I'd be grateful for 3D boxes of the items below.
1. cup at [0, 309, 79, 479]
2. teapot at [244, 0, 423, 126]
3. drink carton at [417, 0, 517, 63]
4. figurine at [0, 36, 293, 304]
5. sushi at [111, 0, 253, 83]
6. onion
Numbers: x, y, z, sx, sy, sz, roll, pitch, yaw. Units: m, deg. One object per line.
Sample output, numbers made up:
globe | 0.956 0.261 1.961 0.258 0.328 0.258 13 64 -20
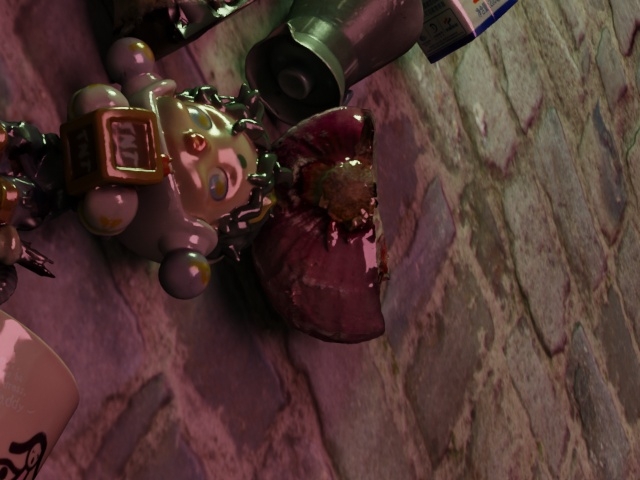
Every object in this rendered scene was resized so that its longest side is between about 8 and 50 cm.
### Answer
cup | -0.310 0.180 0.859 0.253 0.191 0.200 86 23 -52
teapot | 0.017 -0.244 1.420 0.225 0.171 0.203 -54 153 -37
drink carton | 0.135 -0.423 1.587 0.130 0.106 0.315 -43 103 -37
figurine | -0.183 -0.071 1.067 0.382 0.186 0.261 0 85 -52
sushi | -0.141 -0.284 1.234 0.109 0.134 0.273 60 40 -13
onion | 0.000 0.000 1.331 0.349 0.159 0.267 74 16 -73
